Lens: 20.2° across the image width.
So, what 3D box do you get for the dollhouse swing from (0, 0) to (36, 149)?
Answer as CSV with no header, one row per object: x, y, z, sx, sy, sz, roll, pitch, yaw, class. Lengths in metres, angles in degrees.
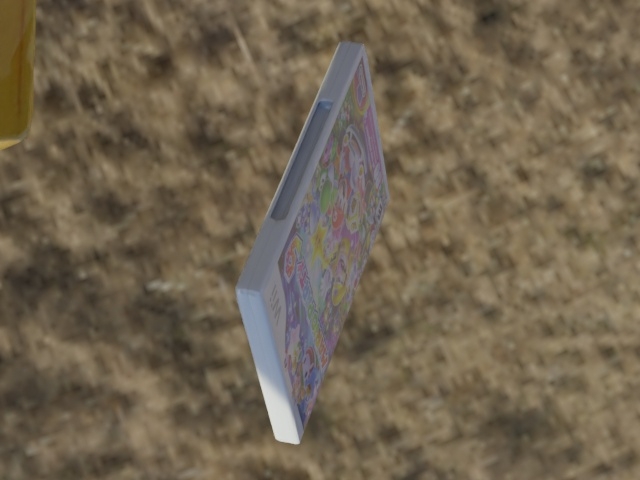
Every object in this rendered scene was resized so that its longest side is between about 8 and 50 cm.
-0.321,-0.128,0.593,0.347,0.305,0.315,-8,106,-45,dollhouse swing

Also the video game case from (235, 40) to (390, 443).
0.000,0.000,0.652,0.011,0.122,0.087,8,141,17,video game case
